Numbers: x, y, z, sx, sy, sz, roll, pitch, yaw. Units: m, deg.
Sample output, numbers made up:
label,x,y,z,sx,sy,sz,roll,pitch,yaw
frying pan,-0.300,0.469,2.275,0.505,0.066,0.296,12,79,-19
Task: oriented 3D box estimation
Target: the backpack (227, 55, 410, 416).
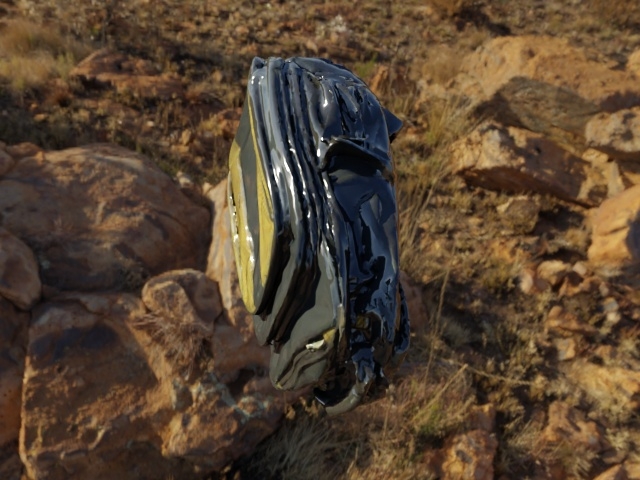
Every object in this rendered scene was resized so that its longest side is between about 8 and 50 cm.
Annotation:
label,x,y,z,sx,sy,sz,roll,pitch,yaw
backpack,0.000,0.000,0.441,0.133,0.206,0.258,2,57,-12
